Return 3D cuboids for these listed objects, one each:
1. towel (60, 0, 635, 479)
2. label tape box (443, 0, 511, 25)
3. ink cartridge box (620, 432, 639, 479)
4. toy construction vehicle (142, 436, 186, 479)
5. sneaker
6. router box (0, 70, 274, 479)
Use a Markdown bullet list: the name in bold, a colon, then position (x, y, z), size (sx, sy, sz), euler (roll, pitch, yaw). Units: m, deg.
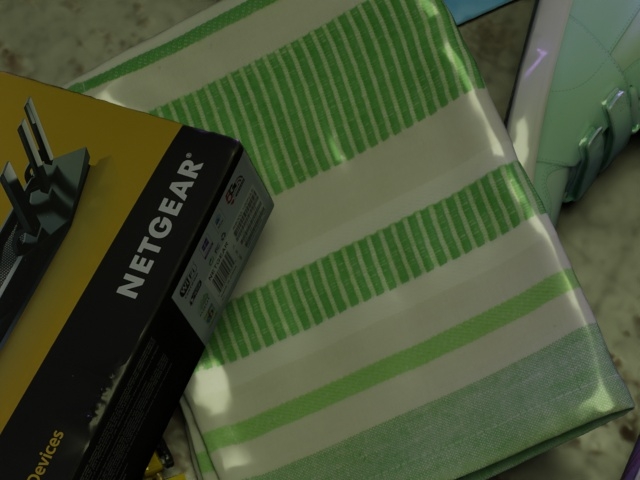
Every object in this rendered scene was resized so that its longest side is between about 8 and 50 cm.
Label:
- **towel**: position (0.000, 0.000, 1.114), size (0.248, 0.038, 0.325), euler (-27, 69, 13)
- **label tape box**: position (0.012, -0.292, 1.245), size (0.240, 0.106, 0.334), euler (-25, 70, -11)
- **ink cartridge box**: position (0.214, 0.104, 1.089), size (0.060, 0.104, 0.180), euler (24, 69, 7)
- **toy construction vehicle**: position (-0.111, 0.160, 1.096), size (0.086, 0.035, 0.098), euler (-22, 72, -22)
- **sneaker**: position (0.186, -0.069, 1.166), size (0.151, 0.094, 0.256), euler (17, 69, 2)
- **router box**: position (-0.200, 0.059, 1.070), size (0.243, 0.081, 0.309), euler (17, 69, 22)
